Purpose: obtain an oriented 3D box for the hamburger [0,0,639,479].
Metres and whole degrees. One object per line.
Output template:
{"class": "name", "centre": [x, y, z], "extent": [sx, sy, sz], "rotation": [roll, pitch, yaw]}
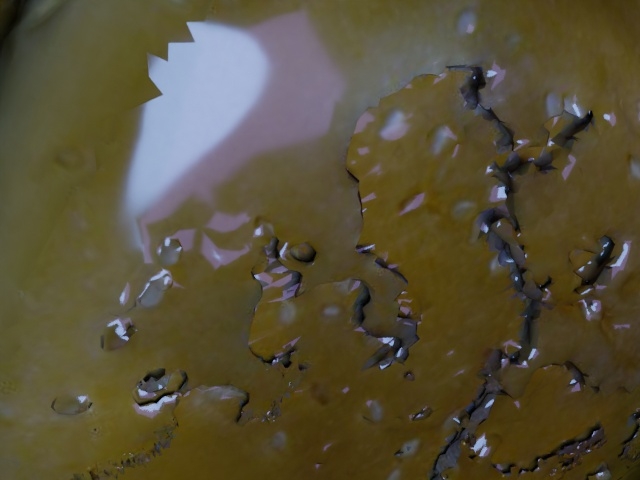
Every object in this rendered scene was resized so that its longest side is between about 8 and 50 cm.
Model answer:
{"class": "hamburger", "centre": [0.004, 0.005, 0.581], "extent": [0.304, 0.174, 0.284], "rotation": [13, 110, -34]}
